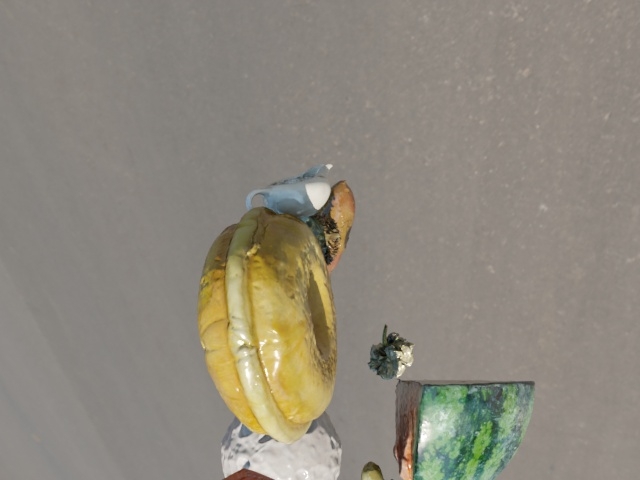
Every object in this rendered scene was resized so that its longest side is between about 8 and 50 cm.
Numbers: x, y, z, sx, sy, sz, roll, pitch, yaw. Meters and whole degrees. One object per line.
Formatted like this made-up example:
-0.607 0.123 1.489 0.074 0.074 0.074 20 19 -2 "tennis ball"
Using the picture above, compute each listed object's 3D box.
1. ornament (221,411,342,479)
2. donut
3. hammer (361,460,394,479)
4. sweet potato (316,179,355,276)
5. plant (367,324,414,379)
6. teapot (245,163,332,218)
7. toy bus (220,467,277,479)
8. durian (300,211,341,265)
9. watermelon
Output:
-0.102 0.583 2.130 0.337 0.337 0.337 28 146 21 "ornament"
-0.086 0.152 1.454 0.198 0.449 0.449 -11 128 13 "donut"
0.114 0.547 1.382 0.113 0.202 0.305 -9 85 13 "hammer"
0.011 0.036 1.911 0.109 0.109 0.385 22 111 29 "sweet potato"
0.163 0.262 1.845 0.104 0.116 0.122 14 143 41 "plant"
-0.058 -0.091 1.601 0.145 0.226 0.092 0 107 49 "teapot"
-0.122 0.660 1.417 0.233 0.203 0.427 5 103 35 "toy bus"
0.000 0.000 1.690 0.188 0.091 0.148 -18 79 61 "durian"
0.274 0.365 1.533 0.250 0.292 0.283 15 107 -1 "watermelon"
